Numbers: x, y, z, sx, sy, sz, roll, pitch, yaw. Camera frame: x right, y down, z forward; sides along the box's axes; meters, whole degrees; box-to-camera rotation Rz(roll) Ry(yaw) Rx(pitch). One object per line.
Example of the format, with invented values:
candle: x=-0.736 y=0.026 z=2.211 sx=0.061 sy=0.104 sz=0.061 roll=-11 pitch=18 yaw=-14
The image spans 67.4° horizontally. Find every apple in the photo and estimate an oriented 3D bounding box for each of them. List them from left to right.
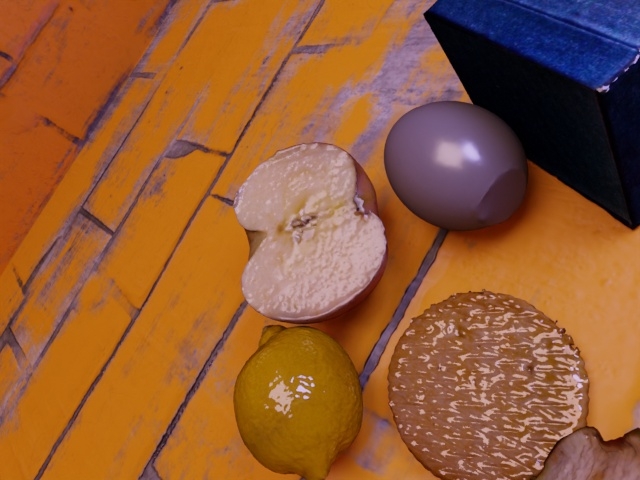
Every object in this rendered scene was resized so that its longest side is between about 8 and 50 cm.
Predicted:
apple: x=0.000 y=0.000 z=0.792 sx=0.251 sy=0.163 sz=0.293 roll=-17 pitch=66 yaw=19

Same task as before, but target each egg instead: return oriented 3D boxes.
egg: x=0.184 y=-0.112 z=0.696 sx=0.176 sy=0.176 sz=0.232 roll=-51 pitch=38 yaw=3

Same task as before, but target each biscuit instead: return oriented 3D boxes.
biscuit: x=0.198 y=0.182 z=0.608 sx=0.254 sy=0.035 sz=0.254 roll=-19 pitch=54 yaw=29

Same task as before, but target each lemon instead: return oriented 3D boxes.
lemon: x=-0.032 y=0.218 z=0.676 sx=0.187 sy=0.187 sz=0.244 roll=-42 pitch=41 yaw=13

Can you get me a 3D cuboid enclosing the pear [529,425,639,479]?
pear: x=0.213 y=0.351 z=0.337 sx=0.191 sy=0.340 sz=0.386 roll=32 pitch=80 yaw=14

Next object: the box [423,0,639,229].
box: x=0.293 y=-0.183 z=0.586 sx=0.116 sy=0.261 sz=0.279 roll=-42 pitch=46 yaw=9
